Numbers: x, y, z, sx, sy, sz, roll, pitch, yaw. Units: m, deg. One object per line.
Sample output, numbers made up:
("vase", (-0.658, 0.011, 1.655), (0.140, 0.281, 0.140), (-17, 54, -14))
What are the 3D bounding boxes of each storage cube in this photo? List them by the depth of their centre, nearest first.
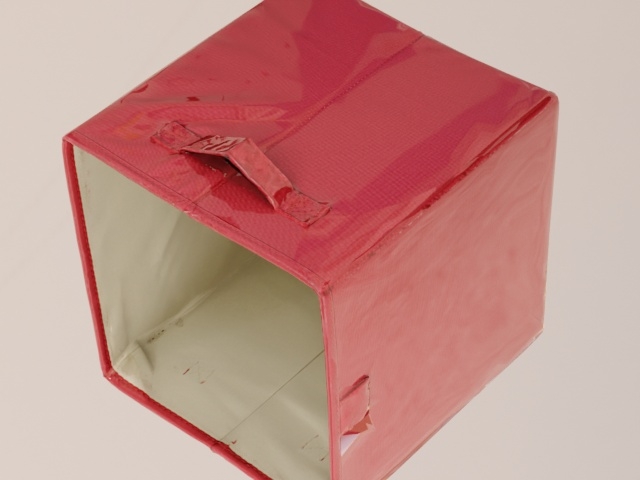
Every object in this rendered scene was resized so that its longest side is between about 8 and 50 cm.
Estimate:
("storage cube", (0.000, 0.000, 1.020), (0.193, 0.183, 0.215), (-39, -36, -32))
